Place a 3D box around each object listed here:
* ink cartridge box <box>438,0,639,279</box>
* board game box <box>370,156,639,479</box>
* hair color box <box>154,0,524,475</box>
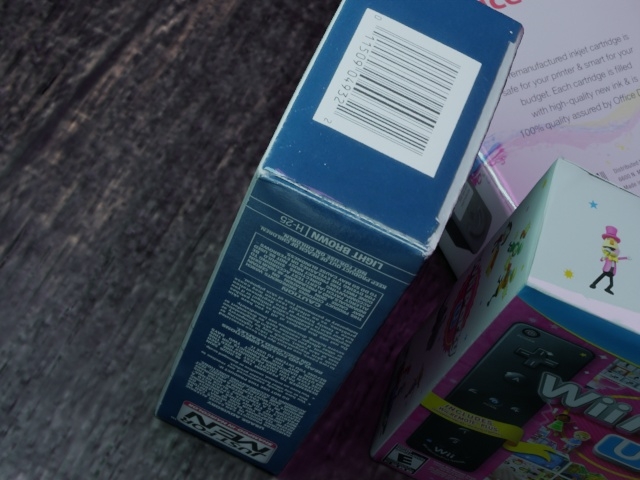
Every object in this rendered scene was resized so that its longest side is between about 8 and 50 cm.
[{"bbox_3d":[0.193,-0.064,1.161,0.226,0.131,0.306,-19,69,-24],"label":"ink cartridge box"},{"bbox_3d":[0.184,0.097,0.971,0.224,0.303,0.097,23,58,-4],"label":"board game box"},{"bbox_3d":[0.000,0.000,0.940,0.105,0.347,0.174,26,59,-2],"label":"hair color box"}]
